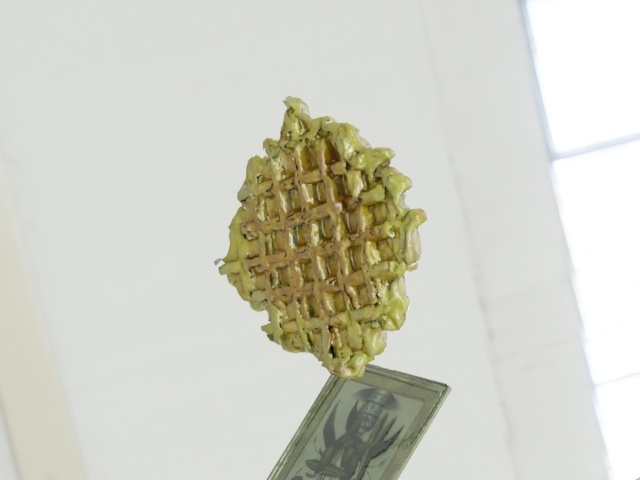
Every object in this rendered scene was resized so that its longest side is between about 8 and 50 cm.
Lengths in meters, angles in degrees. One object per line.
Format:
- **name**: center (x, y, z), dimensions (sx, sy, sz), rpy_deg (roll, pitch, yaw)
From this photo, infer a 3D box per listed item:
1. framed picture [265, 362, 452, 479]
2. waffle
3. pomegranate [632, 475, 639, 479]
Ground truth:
- **framed picture**: center (0.022, 0.231, 1.917), dimensions (0.173, 0.231, 0.010), rpy_deg (10, -28, 49)
- **waffle**: center (0.001, 0.000, 1.785), dimensions (0.254, 0.052, 0.245), rpy_deg (40, -59, 38)
- **pomegranate**: center (0.470, 0.404, 2.001), dimensions (0.411, 0.411, 0.411), rpy_deg (166, -90, -84)
